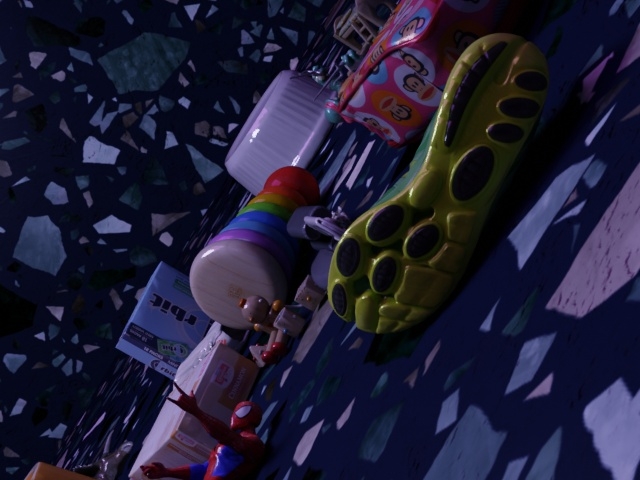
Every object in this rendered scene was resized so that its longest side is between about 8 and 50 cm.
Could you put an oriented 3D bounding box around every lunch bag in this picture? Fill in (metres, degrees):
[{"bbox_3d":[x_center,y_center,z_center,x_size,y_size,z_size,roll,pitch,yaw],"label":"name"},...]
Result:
[{"bbox_3d":[0.148,-0.260,1.489,0.258,0.120,0.293,-61,10,-21],"label":"lunch bag"}]

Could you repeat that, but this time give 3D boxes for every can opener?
[{"bbox_3d":[0.000,0.000,1.552,0.093,0.074,0.280,-59,9,1],"label":"can opener"}]

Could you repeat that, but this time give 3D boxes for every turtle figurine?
[{"bbox_3d":[0.056,-0.258,1.961,0.234,0.118,0.175,-46,19,-24],"label":"turtle figurine"}]

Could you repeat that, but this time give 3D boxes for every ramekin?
[{"bbox_3d":[-0.075,-0.203,2.407,0.273,0.127,0.273,-55,11,15],"label":"ramekin"}]

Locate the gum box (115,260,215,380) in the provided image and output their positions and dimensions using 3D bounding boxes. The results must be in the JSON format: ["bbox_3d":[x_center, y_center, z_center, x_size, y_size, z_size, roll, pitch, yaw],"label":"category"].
[{"bbox_3d":[-0.215,0.136,1.957,0.041,0.157,0.184,-52,12,35],"label":"gum box"}]

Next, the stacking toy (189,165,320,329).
[{"bbox_3d":[-0.071,-0.010,1.848,0.141,0.141,0.330,-52,5,34],"label":"stacking toy"}]

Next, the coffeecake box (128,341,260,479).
[{"bbox_3d":[-0.166,0.239,1.655,0.185,0.068,0.142,-46,15,51],"label":"coffeecake box"}]

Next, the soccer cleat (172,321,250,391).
[{"bbox_3d":[-0.156,0.171,1.831,0.076,0.068,0.196,-42,15,48],"label":"soccer cleat"}]

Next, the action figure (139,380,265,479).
[{"bbox_3d":[-0.150,0.267,1.312,0.091,0.139,0.280,-43,16,53],"label":"action figure"}]

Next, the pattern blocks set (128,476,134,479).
[{"bbox_3d":[-0.262,0.363,1.874,0.285,0.026,0.325,-58,10,4],"label":"pattern blocks set"}]

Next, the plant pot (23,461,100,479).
[{"bbox_3d":[-0.295,0.370,1.531,0.205,0.188,0.205,-56,10,15],"label":"plant pot"}]

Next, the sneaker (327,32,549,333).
[{"bbox_3d":[0.114,-0.040,1.101,0.295,0.109,0.123,-57,-13,15],"label":"sneaker"}]

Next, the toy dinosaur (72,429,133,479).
[{"bbox_3d":[-0.438,0.431,2.055,0.314,0.121,0.160,-16,17,-16],"label":"toy dinosaur"}]

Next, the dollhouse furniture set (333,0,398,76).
[{"bbox_3d":[0.053,-0.334,2.248,0.161,0.101,0.182,-63,11,-26],"label":"dollhouse furniture set"}]

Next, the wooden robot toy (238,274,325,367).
[{"bbox_3d":[-0.066,0.097,1.564,0.173,0.079,0.076,-49,13,46],"label":"wooden robot toy"}]
